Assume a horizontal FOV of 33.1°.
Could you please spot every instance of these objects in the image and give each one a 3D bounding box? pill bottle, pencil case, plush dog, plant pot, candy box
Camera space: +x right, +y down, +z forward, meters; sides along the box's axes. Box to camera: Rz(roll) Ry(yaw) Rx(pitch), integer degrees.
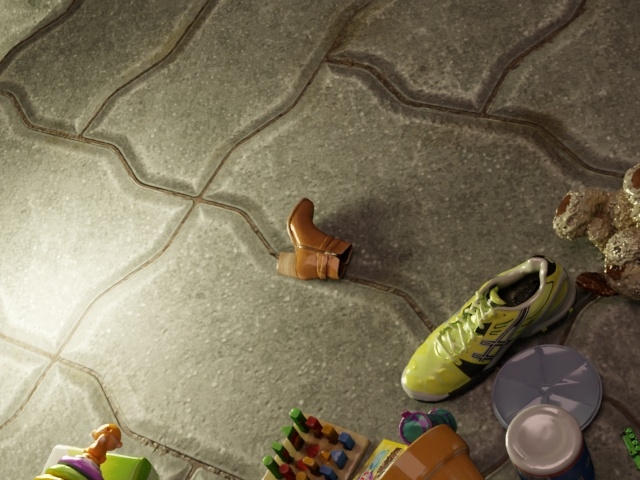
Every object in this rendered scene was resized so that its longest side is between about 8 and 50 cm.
[{"bbox_3d":[0.388,0.374,1.786,0.124,0.221,0.124,-12,51,15],"label":"pill bottle"},{"bbox_3d":[0.195,0.338,1.948,0.064,0.151,0.070,-32,72,17],"label":"pencil case"},{"bbox_3d":[0.597,0.006,2.042,0.262,0.210,0.226,-22,57,45],"label":"plush dog"},{"bbox_3d":[0.214,0.452,1.834,0.205,0.205,0.188,-42,64,-11],"label":"plant pot"},{"bbox_3d":[0.083,0.453,1.956,0.206,0.027,0.105,-50,14,-18],"label":"candy box"}]

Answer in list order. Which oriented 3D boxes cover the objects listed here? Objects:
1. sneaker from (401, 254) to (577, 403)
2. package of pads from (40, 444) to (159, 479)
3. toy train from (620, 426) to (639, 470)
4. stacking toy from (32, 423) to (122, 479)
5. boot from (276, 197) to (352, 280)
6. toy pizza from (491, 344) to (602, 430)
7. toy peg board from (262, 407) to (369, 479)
[{"bbox_3d":[0.301,0.155,2.040,0.384,0.147,0.145,-39,50,1],"label":"sneaker"},{"bbox_3d":[-0.473,0.556,2.107,0.229,0.101,0.297,4,55,25],"label":"package of pads"},{"bbox_3d":[0.544,0.361,1.865,0.023,0.017,0.083,-31,47,13],"label":"toy train"},{"bbox_3d":[-0.471,0.466,2.026,0.175,0.166,0.302,21,52,16],"label":"stacking toy"},{"bbox_3d":[0.000,0.000,2.355,0.152,0.073,0.197,3,68,27],"label":"boot"},{"bbox_3d":[0.415,0.282,1.974,0.201,0.032,0.201,-11,51,14],"label":"toy pizza"},{"bbox_3d":[-0.020,0.406,2.038,0.160,0.079,0.161,15,62,33],"label":"toy peg board"}]
